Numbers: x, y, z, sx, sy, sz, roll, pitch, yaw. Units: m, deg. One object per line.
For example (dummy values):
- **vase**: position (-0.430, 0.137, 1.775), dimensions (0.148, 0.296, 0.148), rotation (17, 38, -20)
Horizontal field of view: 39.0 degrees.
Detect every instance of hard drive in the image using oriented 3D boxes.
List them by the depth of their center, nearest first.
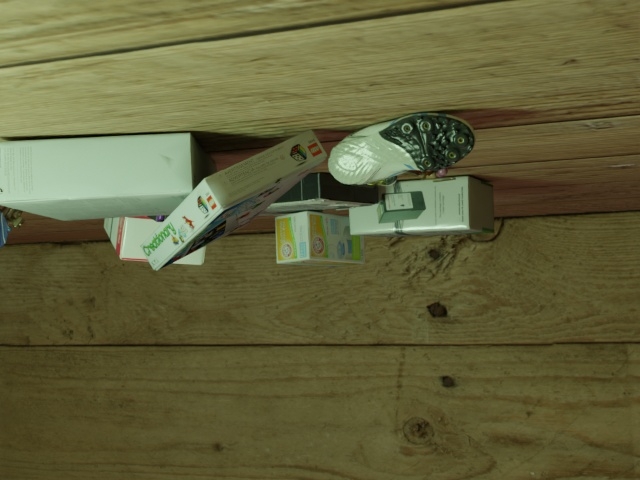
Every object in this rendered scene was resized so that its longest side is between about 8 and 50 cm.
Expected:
- **hard drive**: position (-0.073, -0.097, 1.995), dimensions (0.339, 0.064, 0.237), rotation (-4, 177, 34)

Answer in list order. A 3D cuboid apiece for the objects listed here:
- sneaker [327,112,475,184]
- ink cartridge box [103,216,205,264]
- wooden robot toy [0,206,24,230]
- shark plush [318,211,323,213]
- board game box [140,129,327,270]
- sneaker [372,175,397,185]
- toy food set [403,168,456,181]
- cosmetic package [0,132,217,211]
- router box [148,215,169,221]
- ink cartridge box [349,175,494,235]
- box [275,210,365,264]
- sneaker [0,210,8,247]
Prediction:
- **sneaker**: position (0.114, -0.133, 1.247), dimensions (0.237, 0.085, 0.086), rotation (-9, -160, 42)
- **ink cartridge box**: position (-0.346, -0.034, 1.883), dimensions (0.172, 0.100, 0.237), rotation (5, -165, -22)
- **wooden robot toy**: position (-0.789, -0.075, 2.211), dimensions (0.079, 0.076, 0.173), rotation (33, -177, 8)
- **shark plush**: position (-0.042, -0.109, 2.166), dimensions (0.161, 0.073, 0.067), rotation (15, 165, 43)
- **board game box**: position (-0.138, -0.055, 1.361), dimensions (0.193, 0.053, 0.305), rotation (-29, 177, -33)
- **sneaker**: position (0.115, -0.125, 1.822), dimensions (0.083, 0.031, 0.035), rotation (-4, 177, 36)
- **toy food set**: position (0.209, -0.138, 1.781), dimensions (0.122, 0.019, 0.078), rotation (11, 169, -43)
- **cosmetic package**: position (-0.322, -0.094, 1.445), dimensions (0.284, 0.097, 0.377), rotation (-1, 177, -1)
- **router box**: position (-0.306, -0.080, 1.779), dimensions (0.133, 0.046, 0.179), rotation (1, -164, -39)
- **ink cartridge box**: position (0.235, -0.072, 2.088), dimensions (0.289, 0.121, 0.211), rotation (-3, 177, 26)
- **box**: position (0.000, 0.000, 2.091), dimensions (0.103, 0.114, 0.203), rotation (-9, 170, 41)
- **sneaker**: position (-0.810, -0.049, 2.047), dimensions (0.315, 0.127, 0.182), rotation (5, -176, 25)
